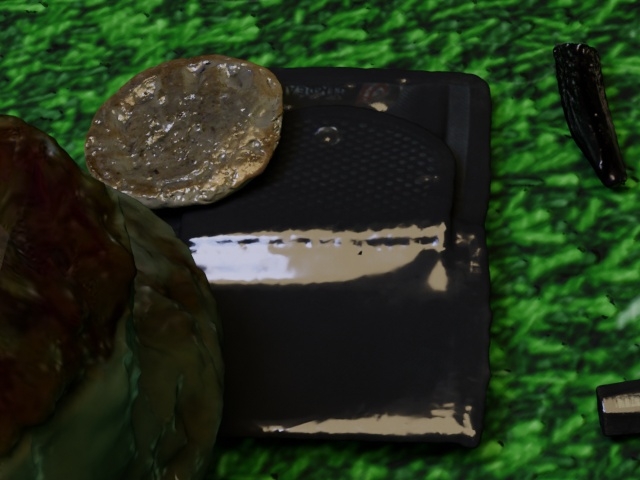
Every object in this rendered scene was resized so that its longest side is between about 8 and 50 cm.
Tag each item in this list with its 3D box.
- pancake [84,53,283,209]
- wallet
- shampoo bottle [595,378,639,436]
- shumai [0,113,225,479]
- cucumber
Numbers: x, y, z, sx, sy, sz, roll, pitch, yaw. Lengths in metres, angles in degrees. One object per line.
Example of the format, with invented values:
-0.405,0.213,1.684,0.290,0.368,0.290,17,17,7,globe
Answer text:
-0.096,-0.078,1.298,0.151,0.025,0.151,-9,46,9,pancake
0.000,0.000,1.257,0.247,0.041,0.323,0,55,10,wallet
0.246,0.102,1.159,0.137,0.027,0.048,-7,67,2,shampoo bottle
-0.226,0.087,1.018,0.324,0.323,0.397,38,71,9,shumai
0.191,-0.092,1.304,0.034,0.033,0.135,-31,46,33,cucumber
